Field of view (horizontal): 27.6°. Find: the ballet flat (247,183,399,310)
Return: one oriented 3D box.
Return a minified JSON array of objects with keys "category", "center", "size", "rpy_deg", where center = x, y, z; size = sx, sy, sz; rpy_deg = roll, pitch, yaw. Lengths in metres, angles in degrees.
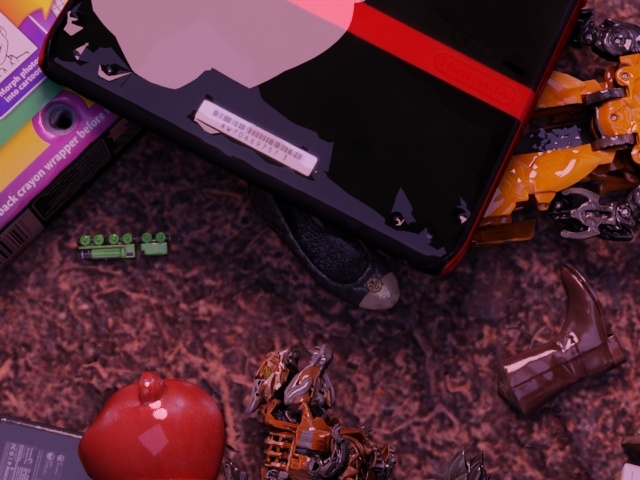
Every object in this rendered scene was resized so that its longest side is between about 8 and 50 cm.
[{"category":"ballet flat","center":[0.000,0.000,1.149],"size":[0.173,0.049,0.057],"rpy_deg":[42,82,5]}]

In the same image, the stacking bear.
[{"category":"stacking bear","center":[-0.126,0.253,1.039],"size":[0.164,0.175,0.289],"rpy_deg":[-9,75,14]}]

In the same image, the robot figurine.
[{"category":"robot figurine","center":[0.181,-0.090,1.154],"size":[0.291,0.085,0.211],"rpy_deg":[-8,81,-3]}]

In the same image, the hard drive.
[{"category":"hard drive","center":[-0.225,0.209,1.119],"size":[0.135,0.022,0.094],"rpy_deg":[13,80,0]}]

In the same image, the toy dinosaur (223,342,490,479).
[{"category":"toy dinosaur","center":[0.033,0.246,1.086],"size":[0.218,0.164,0.321],"rpy_deg":[-12,100,10]}]

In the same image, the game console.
[{"category":"game console","center":[0.009,-0.197,1.094],"size":[0.387,0.060,0.342],"rpy_deg":[27,78,0]}]

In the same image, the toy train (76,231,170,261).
[{"category":"toy train","center":[-0.175,0.005,1.159],"size":[0.083,0.017,0.023],"rpy_deg":[-3,91,-3]}]

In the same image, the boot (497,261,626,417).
[{"category":"boot","center":[0.198,0.088,1.152],"size":[0.114,0.037,0.106],"rpy_deg":[-26,80,-2]}]

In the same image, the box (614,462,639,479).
[{"category":"box","center":[0.264,0.299,1.039],"size":[0.103,0.114,0.203],"rpy_deg":[16,53,4]}]

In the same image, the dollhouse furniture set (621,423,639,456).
[{"category":"dollhouse furniture set","center":[0.415,0.137,1.086],"size":[0.242,0.161,0.212],"rpy_deg":[32,81,3]}]

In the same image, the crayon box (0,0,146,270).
[{"category":"crayon box","center":[-0.305,-0.175,1.138],"size":[0.313,0.106,0.363],"rpy_deg":[44,80,6]}]
